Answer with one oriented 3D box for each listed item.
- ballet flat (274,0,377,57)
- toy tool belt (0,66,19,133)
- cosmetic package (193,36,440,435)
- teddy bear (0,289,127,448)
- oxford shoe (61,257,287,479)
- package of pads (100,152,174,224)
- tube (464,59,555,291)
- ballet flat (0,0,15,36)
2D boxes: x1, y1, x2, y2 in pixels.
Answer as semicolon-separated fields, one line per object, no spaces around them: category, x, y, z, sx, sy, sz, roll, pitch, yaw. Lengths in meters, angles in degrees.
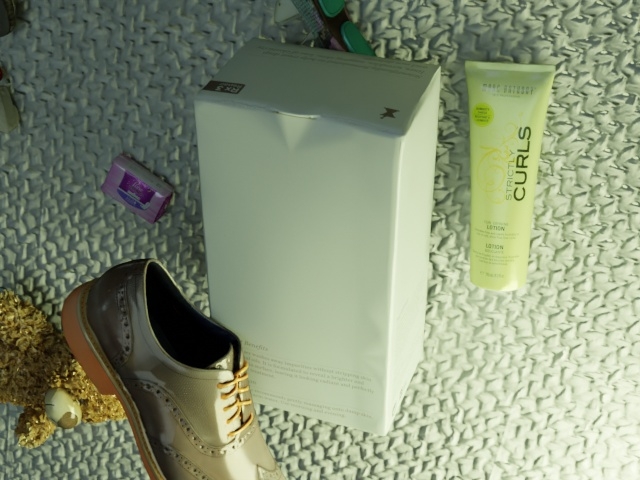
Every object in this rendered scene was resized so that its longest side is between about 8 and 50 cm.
ballet flat;0.001;-0.224;1.117;0.079;0.077;0.222;-20;108;30
toy tool belt;-0.408;-0.170;1.310;0.051;0.052;0.083;-7;109;15
cosmetic package;0.000;0.000;1.127;0.217;0.156;0.385;13;126;15
teddy bear;-0.412;0.169;1.422;0.338;0.113;0.245;31;121;7
oxford shoe;-0.123;0.181;1.131;0.132;0.130;0.364;-29;104;34
package of pads;-0.221;-0.063;1.293;0.083;0.032;0.050;34;121;5
tube;0.190;-0.067;1.118;0.070;0.062;0.240;-6;109;-20
ballet flat;-0.414;-0.358;1.235;0.084;0.058;0.250;-13;110;38
